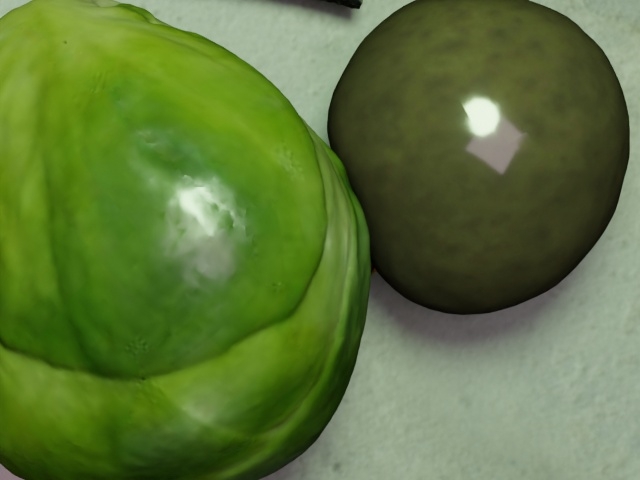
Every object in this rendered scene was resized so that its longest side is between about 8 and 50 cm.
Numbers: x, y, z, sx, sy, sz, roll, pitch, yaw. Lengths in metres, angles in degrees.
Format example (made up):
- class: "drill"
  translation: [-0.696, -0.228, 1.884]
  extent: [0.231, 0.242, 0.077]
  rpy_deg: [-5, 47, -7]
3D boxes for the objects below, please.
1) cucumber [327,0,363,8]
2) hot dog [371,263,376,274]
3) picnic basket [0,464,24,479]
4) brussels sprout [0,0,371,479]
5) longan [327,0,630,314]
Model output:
- class: "cucumber"
  translation: [-0.085, -0.232, 1.264]
  extent: [0.245, 0.067, 0.067]
  rpy_deg: [7, 87, -9]
- class: "hot dog"
  translation: [0.000, 0.000, 1.286]
  extent: [0.122, 0.037, 0.049]
  rpy_deg: [8, 84, -12]
- class: "picnic basket"
  translation: [-0.282, 0.135, 1.219]
  extent: [0.110, 0.055, 0.193]
  rpy_deg: [-17, 91, -13]
- class: "brussels sprout"
  translation: [-0.119, 0.002, 1.142]
  extent: [0.314, 0.276, 0.371]
  rpy_deg: [-19, 87, 29]
- class: "longan"
  translation: [0.117, -0.067, 1.222]
  extent: [0.248, 0.248, 0.248]
  rpy_deg: [0, 88, -11]
